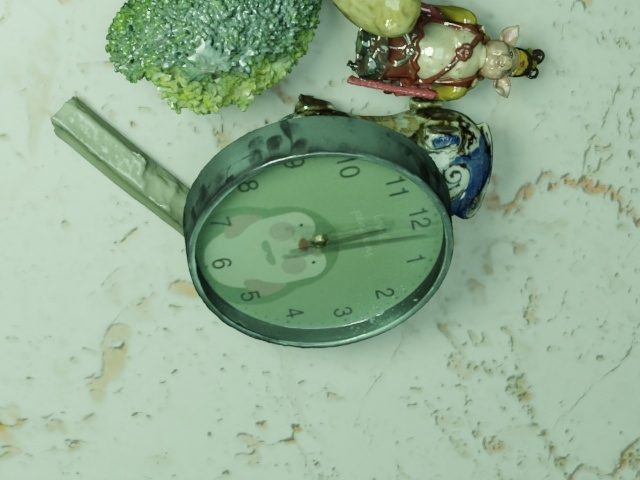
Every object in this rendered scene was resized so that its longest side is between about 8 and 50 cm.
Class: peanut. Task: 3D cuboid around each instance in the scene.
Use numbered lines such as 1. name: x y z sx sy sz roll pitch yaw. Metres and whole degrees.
1. peanut: 0.046 -0.325 1.442 0.103 0.098 0.229 -12 65 -2

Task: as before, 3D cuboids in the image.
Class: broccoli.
1. broccoli: -0.112 -0.245 1.442 0.198 0.226 0.176 51 129 14

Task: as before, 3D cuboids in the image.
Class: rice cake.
1. rice cake: -0.214 -0.074 1.518 0.256 0.057 0.052 40 95 -18

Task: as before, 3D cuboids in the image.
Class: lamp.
1. lamp: 0.161 -0.220 1.530 0.253 0.118 0.118 8 103 -12

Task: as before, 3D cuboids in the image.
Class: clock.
1. clock: 0.000 -0.001 1.481 0.319 0.066 0.319 -3 132 -4

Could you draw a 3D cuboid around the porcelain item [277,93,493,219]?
1. porcelain item: 0.064 -0.072 1.540 0.288 0.138 0.186 -2 115 -10
